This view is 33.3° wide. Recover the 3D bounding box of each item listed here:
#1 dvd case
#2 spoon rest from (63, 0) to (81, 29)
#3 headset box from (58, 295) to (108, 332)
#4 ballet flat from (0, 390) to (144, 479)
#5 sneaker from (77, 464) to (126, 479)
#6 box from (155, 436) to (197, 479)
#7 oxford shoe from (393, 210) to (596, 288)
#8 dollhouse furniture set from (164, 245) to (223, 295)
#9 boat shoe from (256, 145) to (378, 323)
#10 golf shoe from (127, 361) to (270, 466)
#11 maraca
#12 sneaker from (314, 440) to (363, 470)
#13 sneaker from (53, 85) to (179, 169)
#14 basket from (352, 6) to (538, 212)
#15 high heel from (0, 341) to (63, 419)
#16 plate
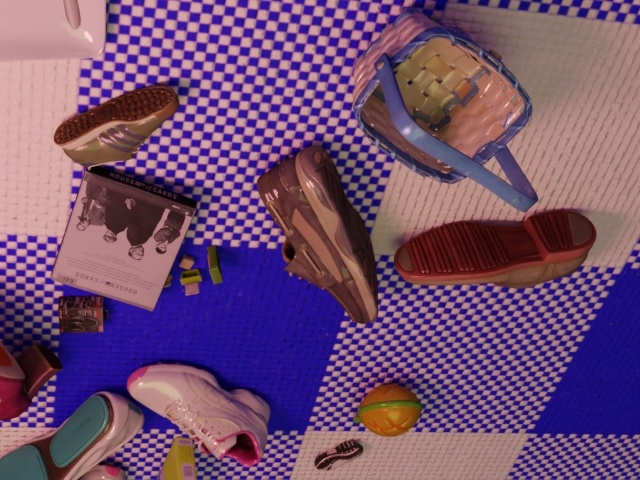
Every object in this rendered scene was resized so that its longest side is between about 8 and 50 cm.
[{"bbox_3d":[-0.316,0.001,1.707,0.179,0.029,0.238,19,128,-12],"label":"dvd case"},{"bbox_3d":[-0.207,-0.353,1.362,0.276,0.084,0.137,-24,141,-22],"label":"spoon rest"},{"bbox_3d":[-0.405,0.126,1.830,0.083,0.032,0.062,1,133,-10],"label":"headset box"},{"bbox_3d":[-0.488,0.423,2.045,0.400,0.139,0.139,-37,129,22],"label":"ballet flat"},{"bbox_3d":[-0.465,0.549,2.166,0.103,0.111,0.252,17,128,-25],"label":"sneaker"},{"bbox_3d":[-0.295,0.491,2.147,0.042,0.109,0.178,9,131,-21],"label":"box"},{"bbox_3d":[0.297,0.045,1.836,0.348,0.123,0.130,-6,139,-5],"label":"oxford shoe"},{"bbox_3d":[-0.241,0.056,1.778,0.152,0.058,0.076,-12,134,-1],"label":"dollhouse furniture set"},{"bbox_3d":[0.000,0.000,1.744,0.130,0.132,0.355,-14,126,15],"label":"boat shoe"},{"bbox_3d":[-0.217,0.323,1.984,0.306,0.140,0.115,25,126,-29],"label":"golf shoe"},{"bbox_3d":[0.131,0.339,2.102,0.127,0.099,0.185,4,158,-12],"label":"maraca"},{"bbox_3d":[0.042,0.450,2.232,0.109,0.040,0.044,-24,150,16],"label":"sneaker"},{"bbox_3d":[-0.285,-0.159,1.567,0.192,0.064,0.086,-19,141,8],"label":"sneaker"},{"bbox_3d":[0.169,-0.178,1.476,0.255,0.289,0.201,29,122,-34],"label":"basket"},{"bbox_3d":[-0.560,0.238,1.730,0.181,0.127,0.377,-40,161,1],"label":"high heel"},{"bbox_3d":[-0.407,-0.349,1.341,0.277,0.045,0.278,-7,135,-21],"label":"plate"}]
